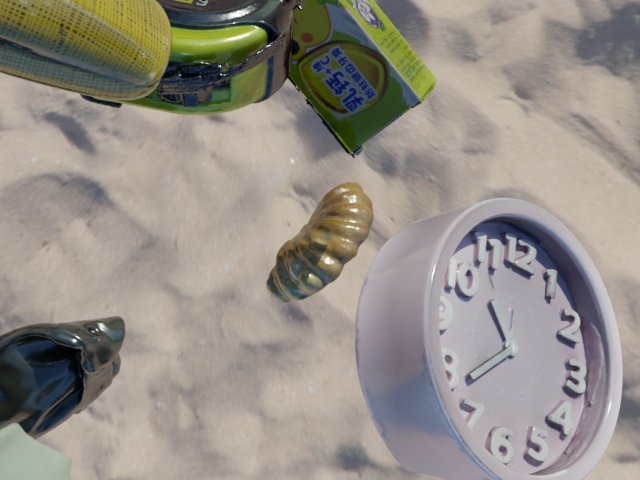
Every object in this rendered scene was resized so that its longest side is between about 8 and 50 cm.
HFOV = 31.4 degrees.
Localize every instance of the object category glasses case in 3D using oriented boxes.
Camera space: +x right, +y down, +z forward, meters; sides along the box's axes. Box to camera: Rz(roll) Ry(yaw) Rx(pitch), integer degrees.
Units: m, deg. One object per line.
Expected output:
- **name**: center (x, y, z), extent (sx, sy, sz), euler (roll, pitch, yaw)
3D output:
- **glasses case**: center (-0.183, -0.128, 0.548), extent (0.234, 0.079, 0.064), euler (19, 130, -23)

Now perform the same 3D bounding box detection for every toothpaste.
- **toothpaste**: center (-0.020, -0.254, 1.227), extent (0.110, 0.077, 0.327), euler (-36, 98, 29)

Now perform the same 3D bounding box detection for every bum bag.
- **bum bag**: center (-0.321, 0.158, 1.084), extent (0.326, 0.079, 0.142), euler (-29, 142, 7)

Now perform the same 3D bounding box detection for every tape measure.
- **tape measure**: center (-0.113, -0.184, 1.014), extent (0.186, 0.199, 0.112), euler (10, 137, 7)

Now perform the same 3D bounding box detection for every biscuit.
- **biscuit**: center (0.000, 0.000, 1.432), extent (0.061, 0.118, 0.183), euler (43, 81, -26)

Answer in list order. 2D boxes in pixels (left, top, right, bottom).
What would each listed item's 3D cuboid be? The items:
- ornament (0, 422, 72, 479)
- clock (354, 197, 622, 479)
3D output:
- **ornament**: center (-0.345, 0.166, 0.961), extent (0.285, 0.120, 0.130), euler (32, 125, -11)
- **clock**: center (0.117, 0.073, 0.765), extent (0.197, 0.068, 0.196), euler (13, 69, -38)
